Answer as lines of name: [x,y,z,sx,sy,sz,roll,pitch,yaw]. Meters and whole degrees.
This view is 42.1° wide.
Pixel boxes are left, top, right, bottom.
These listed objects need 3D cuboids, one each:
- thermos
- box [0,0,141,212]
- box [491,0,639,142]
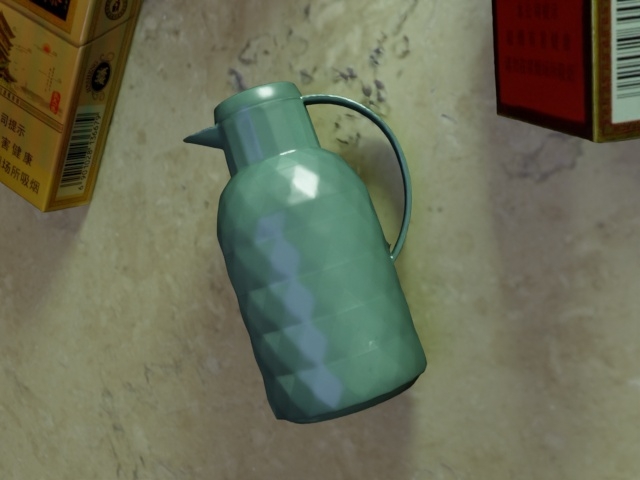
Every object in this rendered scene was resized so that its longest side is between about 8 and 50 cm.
thermos: [0.000,0.000,0.728,0.182,0.145,0.287,-17,90,2]
box: [-0.306,-0.193,0.911,0.174,0.076,0.274,31,115,22]
box: [0.169,-0.195,0.551,0.074,0.153,0.240,-8,107,-6]
